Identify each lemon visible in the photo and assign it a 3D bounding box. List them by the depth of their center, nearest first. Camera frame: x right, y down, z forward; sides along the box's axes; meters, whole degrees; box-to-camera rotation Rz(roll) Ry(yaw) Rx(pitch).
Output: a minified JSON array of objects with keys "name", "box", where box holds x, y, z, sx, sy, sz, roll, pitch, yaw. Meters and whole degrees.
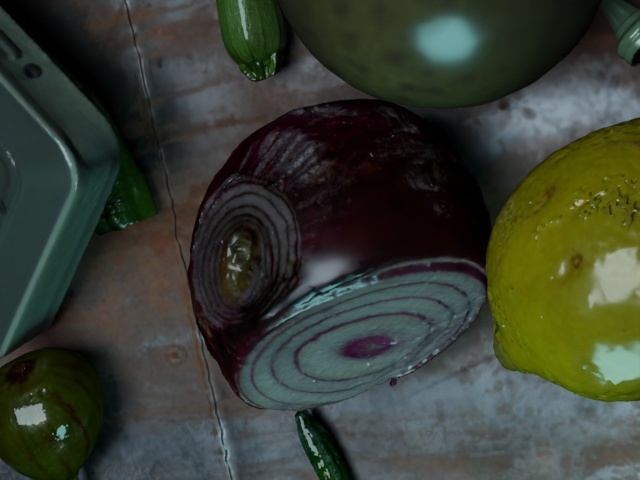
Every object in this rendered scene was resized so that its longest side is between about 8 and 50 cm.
[{"name":"lemon","box":[0.287,0.022,1.395,0.310,0.258,0.258,-31,84,14]}]

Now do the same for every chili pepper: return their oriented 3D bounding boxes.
[{"name":"chili pepper","box":[-0.280,-0.120,1.777,0.099,0.083,0.253,-36,87,31]}]

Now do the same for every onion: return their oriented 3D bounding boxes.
[{"name":"onion","box":[0.000,0.000,1.545,0.336,0.282,0.260,-47,55,42]}]

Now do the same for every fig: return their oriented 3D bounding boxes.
[{"name":"fig","box":[-0.310,0.250,1.860,0.151,0.151,0.259,-2,126,28]}]

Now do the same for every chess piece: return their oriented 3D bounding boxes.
[{"name":"chess piece","box":[0.269,-0.237,1.480,0.149,0.059,0.059,47,117,17]}]

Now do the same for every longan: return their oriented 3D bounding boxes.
[{"name":"longan","box":[0.105,-0.298,1.390,0.361,0.361,0.361,5,102,27]}]

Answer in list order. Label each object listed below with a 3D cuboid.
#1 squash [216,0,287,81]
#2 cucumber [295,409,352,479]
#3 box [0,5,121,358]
[{"name":"squash","box":[-0.077,-0.280,1.644,0.077,0.068,0.219,-4,97,20]},{"name":"cucumber","box":[0.008,0.249,1.717,0.037,0.037,0.155,-26,88,29]},{"name":"box","box":[-0.425,-0.105,1.779,0.396,0.111,0.396,45,135,14]}]
